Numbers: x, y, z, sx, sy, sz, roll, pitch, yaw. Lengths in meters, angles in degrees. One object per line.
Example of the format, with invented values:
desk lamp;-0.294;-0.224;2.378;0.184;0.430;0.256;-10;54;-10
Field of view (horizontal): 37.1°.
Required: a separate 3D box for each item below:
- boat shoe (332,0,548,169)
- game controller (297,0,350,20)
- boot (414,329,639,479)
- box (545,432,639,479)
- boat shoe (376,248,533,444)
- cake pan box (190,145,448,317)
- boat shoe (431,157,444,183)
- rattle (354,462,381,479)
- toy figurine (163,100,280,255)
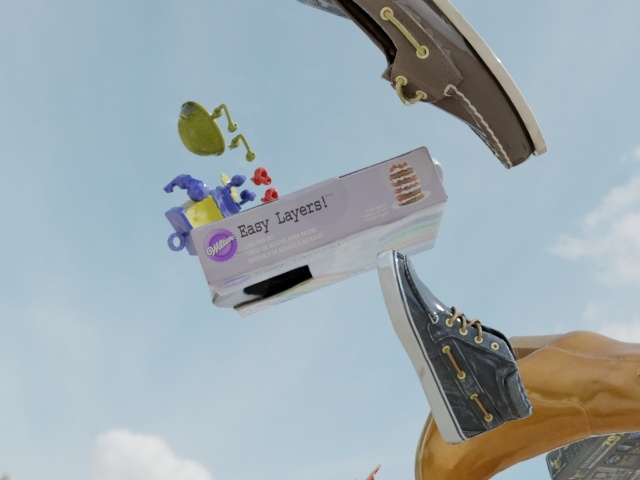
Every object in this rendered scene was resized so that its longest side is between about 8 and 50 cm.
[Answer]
boat shoe;0.092;-0.191;0.923;0.324;0.096;0.116;51;2;-5
game controller;0.073;-0.373;1.322;0.319;0.166;0.067;40;-19;56
boot;0.248;0.181;0.994;0.211;0.295;0.104;-2;-64;41
box;0.479;0.302;1.462;0.183;0.059;0.233;6;-44;-16
boat shoe;0.116;0.081;0.827;0.083;0.065;0.183;-22;-83;14
cake pan box;0.000;0.000;1.046;0.267;0.070;0.246;-19;-14;-2
boat shoe;0.130;-0.060;1.670;0.095;0.084;0.258;-10;-38;-35
rattle;0.058;0.409;1.481;0.143;0.200;0.130;30;-53;-28
toy figurine;-0.222;-0.070;1.889;0.191;0.217;0.362;11;-44;55
